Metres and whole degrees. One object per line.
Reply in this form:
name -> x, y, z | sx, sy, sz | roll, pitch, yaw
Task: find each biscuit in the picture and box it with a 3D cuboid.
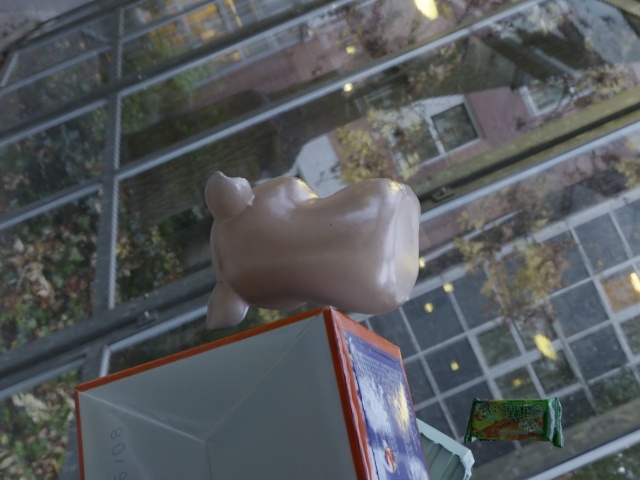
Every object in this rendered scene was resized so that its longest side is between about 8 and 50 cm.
biscuit -> 0.176, 0.164, 0.699 | 0.016, 0.089, 0.046 | 46, 46, -47

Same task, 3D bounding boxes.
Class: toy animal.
toy animal -> -0.004, 0.000, 0.969 | 0.213, 0.256, 0.195 | -51, 140, -77

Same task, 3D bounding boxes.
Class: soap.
soap -> 0.168, 0.479, 1.435 | 0.150, 0.261, 0.094 | 30, 10, 15

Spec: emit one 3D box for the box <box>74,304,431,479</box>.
box -> -0.049, 0.296, 0.823 | 0.257, 0.319, 0.348 | 36, 37, -60
